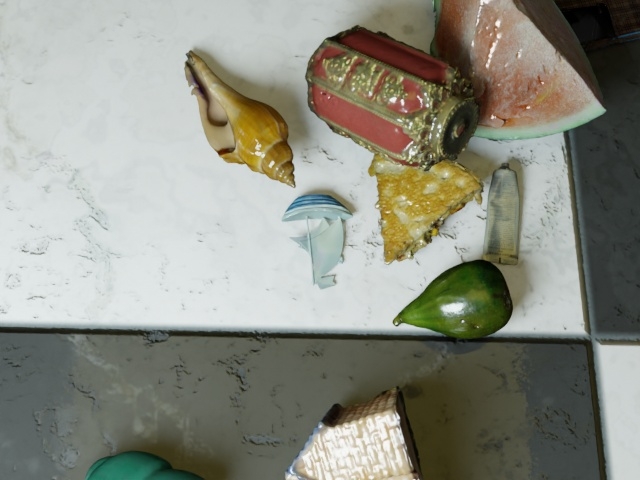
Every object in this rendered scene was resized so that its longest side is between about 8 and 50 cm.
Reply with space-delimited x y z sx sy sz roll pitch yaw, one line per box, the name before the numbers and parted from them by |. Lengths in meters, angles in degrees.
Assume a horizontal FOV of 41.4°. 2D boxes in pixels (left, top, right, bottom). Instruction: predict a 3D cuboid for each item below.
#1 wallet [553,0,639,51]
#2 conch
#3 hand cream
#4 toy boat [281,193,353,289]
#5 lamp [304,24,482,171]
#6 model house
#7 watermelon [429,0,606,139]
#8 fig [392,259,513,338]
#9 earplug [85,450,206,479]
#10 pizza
wallet | 0.459 -0.387 1.463 0.230 0.042 0.124 -14 69 -11
conch | -0.124 -0.189 1.327 0.093 0.109 0.330 4 39 -43
hand cream | 0.287 -0.043 1.334 0.057 0.037 0.165 7 77 -2
toy boat | 0.008 -0.008 1.293 0.105 0.034 0.149 -25 73 -11
lamp | 0.103 -0.216 1.279 0.274 0.177 0.177 33 69 31
model house | 0.049 0.310 1.126 0.172 0.166 0.183 -17 87 6
watermelon | 0.260 -0.318 1.357 0.319 0.222 0.292 35 31 -27
fig | 0.190 0.093 1.239 0.177 0.117 0.117 -12 71 2
earplug | -0.220 0.409 1.083 0.280 0.164 0.257 44 109 23
pizza | 0.141 -0.044 1.306 0.188 0.062 0.199 22 74 18
